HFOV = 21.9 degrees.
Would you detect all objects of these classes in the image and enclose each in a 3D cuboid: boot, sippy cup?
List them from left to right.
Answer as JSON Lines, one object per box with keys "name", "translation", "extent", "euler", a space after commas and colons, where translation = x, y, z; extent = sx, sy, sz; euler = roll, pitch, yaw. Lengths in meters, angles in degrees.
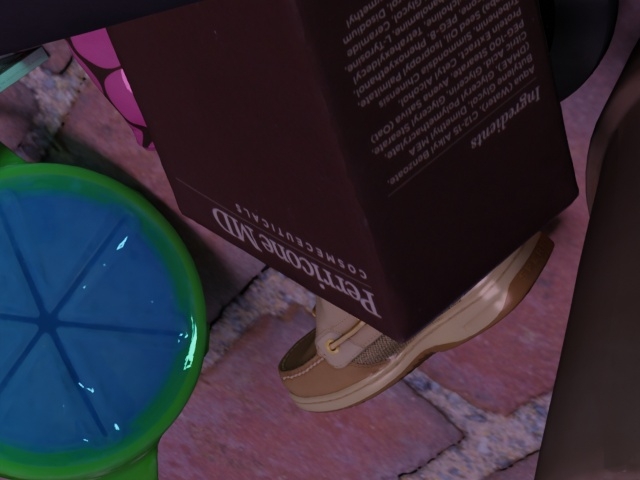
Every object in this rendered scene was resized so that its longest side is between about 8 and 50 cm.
{"name": "sippy cup", "translation": [-0.228, 0.078, 1.273], "extent": [0.240, 0.305, 0.224], "euler": [13, 163, -18]}
{"name": "boot", "translation": [0.000, 0.000, 1.072], "extent": [0.203, 0.095, 0.262], "euler": [41, 144, -10]}

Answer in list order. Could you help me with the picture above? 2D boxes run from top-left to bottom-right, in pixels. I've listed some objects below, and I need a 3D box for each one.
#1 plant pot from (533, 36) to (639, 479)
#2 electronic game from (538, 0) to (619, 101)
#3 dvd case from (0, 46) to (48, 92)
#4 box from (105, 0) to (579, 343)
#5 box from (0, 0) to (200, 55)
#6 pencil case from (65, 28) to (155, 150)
{"name": "plant pot", "translation": [0.241, 0.069, 0.783], "extent": [0.323, 0.280, 0.323], "euler": [23, 146, 17]}
{"name": "electronic game", "translation": [0.054, -0.160, 0.869], "extent": [0.229, 0.048, 0.229], "euler": [30, 148, 21]}
{"name": "dvd case", "translation": [-0.258, -0.103, 1.179], "extent": [0.119, 0.087, 0.013], "euler": [-10, 115, 46]}
{"name": "box", "translation": [-0.022, -0.156, 0.756], "extent": [0.191, 0.143, 0.381], "euler": [29, 150, 43]}
{"name": "box", "translation": [-0.027, -0.262, 0.482], "extent": [0.318, 0.394, 0.097], "euler": [-8, 157, 34]}
{"name": "pencil case", "translation": [-0.124, -0.152, 1.001], "extent": [0.098, 0.095, 0.209], "euler": [-4, 133, 41]}
